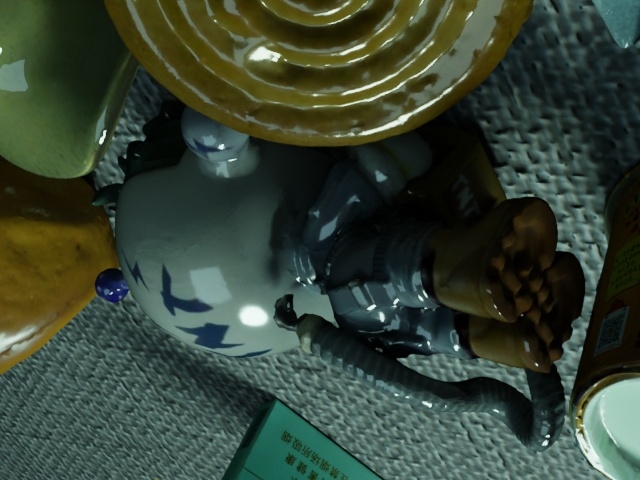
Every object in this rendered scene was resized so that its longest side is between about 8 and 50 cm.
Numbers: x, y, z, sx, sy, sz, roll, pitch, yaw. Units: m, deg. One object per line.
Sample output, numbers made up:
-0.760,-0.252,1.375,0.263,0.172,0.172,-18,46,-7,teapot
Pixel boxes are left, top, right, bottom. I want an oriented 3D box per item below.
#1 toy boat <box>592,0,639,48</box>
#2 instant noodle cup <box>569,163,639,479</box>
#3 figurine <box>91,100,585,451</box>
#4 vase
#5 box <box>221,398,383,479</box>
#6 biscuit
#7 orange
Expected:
0.166,-0.160,0.818,0.122,0.034,0.096,39,147,-1,toy boat
0.261,0.069,0.924,0.215,0.172,0.216,19,145,14,instant noodle cup
-0.001,-0.004,1.020,0.381,0.186,0.261,6,132,40,figurine
-0.279,-0.191,0.959,0.302,0.241,0.329,31,171,-29,vase
-0.038,0.294,1.415,0.162,0.229,0.041,39,146,-16,box
-0.001,-0.161,0.822,0.261,0.037,0.262,1,124,1,biscuit
-0.305,0.020,1.252,0.183,0.249,0.249,52,144,-7,orange
